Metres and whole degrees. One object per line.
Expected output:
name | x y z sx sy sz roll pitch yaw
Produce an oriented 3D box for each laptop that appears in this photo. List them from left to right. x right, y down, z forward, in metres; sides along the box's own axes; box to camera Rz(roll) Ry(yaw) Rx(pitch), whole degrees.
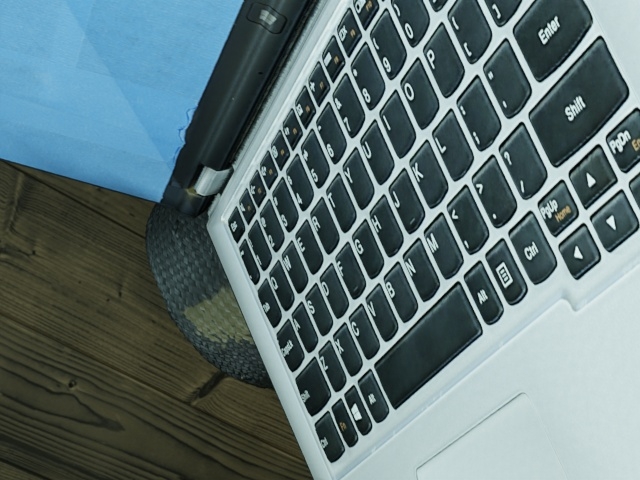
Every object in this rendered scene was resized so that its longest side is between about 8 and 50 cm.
laptop | -0.075 -0.006 0.533 0.408 0.236 0.382 66 158 14

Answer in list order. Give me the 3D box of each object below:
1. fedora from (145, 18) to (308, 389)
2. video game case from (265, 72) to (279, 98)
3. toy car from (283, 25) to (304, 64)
fedora | 0.000 0.000 1.011 0.334 0.152 0.334 38 -145 -32
video game case | -0.182 -0.187 0.782 0.329 0.036 0.300 27 175 21
toy car | 0.047 -0.075 0.703 0.188 0.155 0.149 43 173 -21
